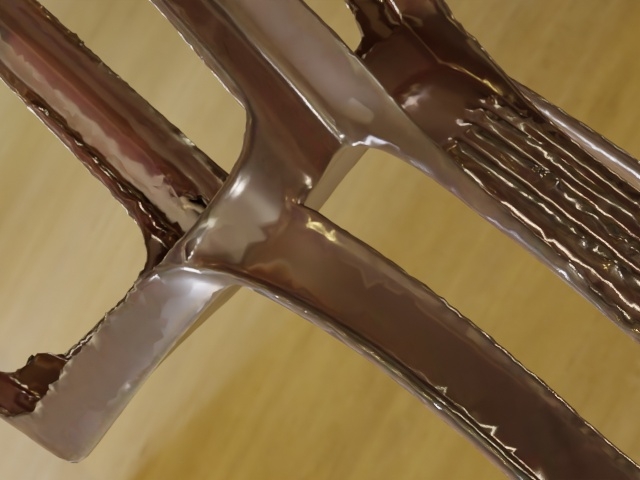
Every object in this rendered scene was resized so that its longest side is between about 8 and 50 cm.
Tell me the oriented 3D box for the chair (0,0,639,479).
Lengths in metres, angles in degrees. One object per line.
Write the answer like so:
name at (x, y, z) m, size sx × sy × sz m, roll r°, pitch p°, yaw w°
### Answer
chair at (0.000, 0.000, 0.505) m, size 0.183 × 0.326 × 0.175 m, roll -46°, pitch 0°, yaw 37°
